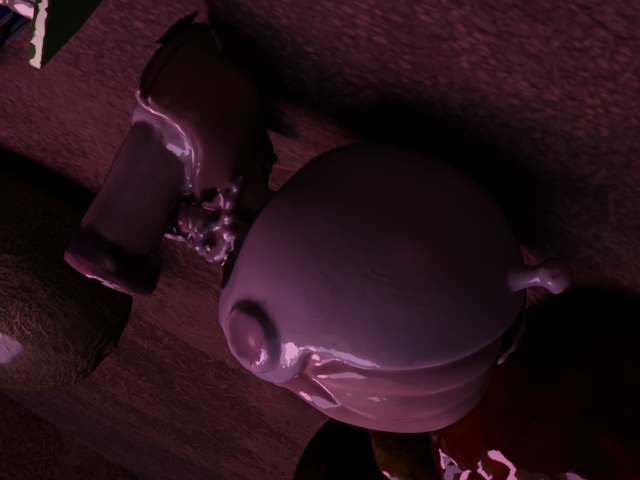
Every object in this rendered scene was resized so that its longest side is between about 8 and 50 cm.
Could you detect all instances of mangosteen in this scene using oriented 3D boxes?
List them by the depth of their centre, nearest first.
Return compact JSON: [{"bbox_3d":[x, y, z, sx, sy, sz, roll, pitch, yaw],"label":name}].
[{"bbox_3d":[0.128,0.296,1.640,0.307,0.307,0.347,31,130,-10],"label":"mangosteen"}]

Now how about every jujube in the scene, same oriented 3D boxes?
[{"bbox_3d":[0.287,0.225,1.284,0.377,0.276,0.276,41,161,0],"label":"jujube"}]

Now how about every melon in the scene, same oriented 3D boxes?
[{"bbox_3d":[-0.383,0.043,1.727,0.329,0.248,0.248,29,161,2],"label":"melon"}]

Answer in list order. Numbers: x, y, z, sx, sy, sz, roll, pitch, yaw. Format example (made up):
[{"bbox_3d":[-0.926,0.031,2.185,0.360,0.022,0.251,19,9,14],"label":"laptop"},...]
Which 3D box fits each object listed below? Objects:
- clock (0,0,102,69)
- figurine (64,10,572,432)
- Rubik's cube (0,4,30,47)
[{"bbox_3d":[-0.238,-0.262,0.857,0.255,0.106,0.220,28,141,4],"label":"clock"},{"bbox_3d":[-0.005,0.006,1.129,0.361,0.253,0.211,34,145,4],"label":"figurine"},{"bbox_3d":[-0.324,-0.197,1.044,0.187,0.184,0.182,51,158,-5],"label":"Rubik's cube"}]
